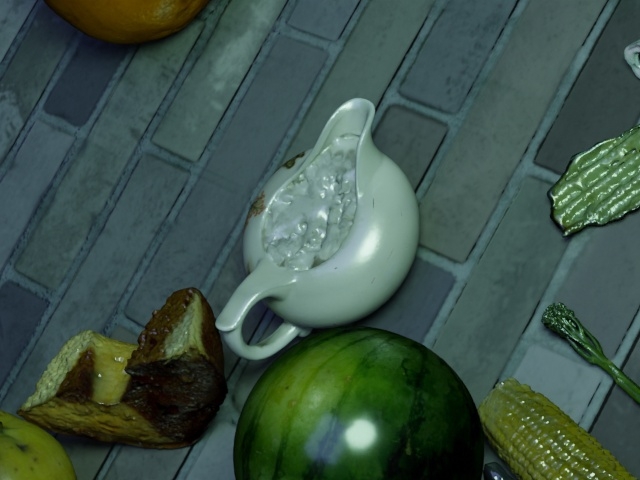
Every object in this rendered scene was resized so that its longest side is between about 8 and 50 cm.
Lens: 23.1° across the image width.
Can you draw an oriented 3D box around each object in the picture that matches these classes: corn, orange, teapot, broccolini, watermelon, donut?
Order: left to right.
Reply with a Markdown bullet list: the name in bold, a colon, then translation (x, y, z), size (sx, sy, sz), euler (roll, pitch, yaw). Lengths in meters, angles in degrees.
- **orange**: translation (-0.237, -0.371, 1.913), size (0.261, 0.261, 0.261), euler (-13, 63, 27)
- **donut**: translation (-0.178, 0.145, 1.709), size (0.295, 0.151, 0.112), euler (-21, 48, 41)
- **teapot**: translation (0.000, 0.000, 1.664), size (0.204, 0.139, 0.298), euler (21, 81, 34)
- **watermelon**: translation (0.036, 0.203, 1.494), size (0.242, 0.242, 0.242), euler (-13, 63, 27)
- **corn**: translation (0.246, 0.232, 1.445), size (0.086, 0.086, 0.288), euler (-49, 50, 5)
- **broccolini**: translation (0.265, 0.110, 1.515), size (0.030, 0.035, 0.140), euler (-50, 54, 9)

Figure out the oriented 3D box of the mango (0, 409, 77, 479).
- **mango**: translation (-0.420, 0.318, 1.756), size (0.365, 0.182, 0.253), euler (-29, 84, 38)

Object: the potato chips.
- **potato chips**: translation (0.317, -0.079, 1.568), size (0.207, 0.028, 0.092), euler (-33, 58, 18)

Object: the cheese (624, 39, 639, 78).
- **cheese**: translation (0.381, -0.207, 1.519), size (0.064, 0.137, 0.227), euler (-37, 8, -33)

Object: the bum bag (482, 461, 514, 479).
- **bum bag**: translation (0.218, 0.306, 1.408), size (0.060, 0.123, 0.248), euler (-35, 57, -6)
